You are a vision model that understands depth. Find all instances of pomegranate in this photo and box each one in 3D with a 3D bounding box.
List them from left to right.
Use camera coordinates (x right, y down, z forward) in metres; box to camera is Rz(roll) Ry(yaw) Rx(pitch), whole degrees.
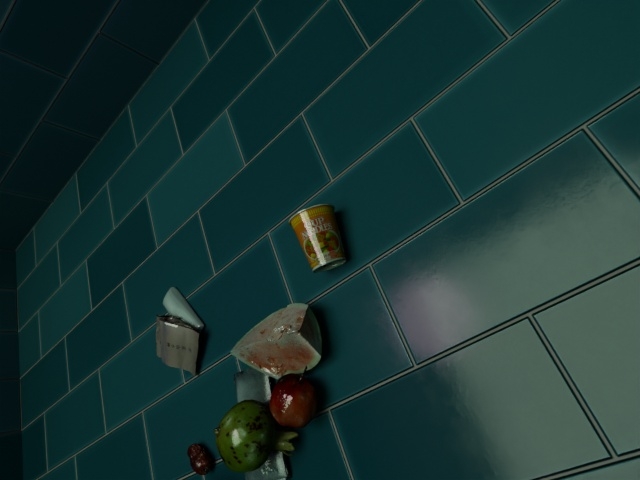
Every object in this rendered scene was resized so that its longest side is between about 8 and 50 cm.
[{"bbox_3d":[-0.207,0.619,1.339,0.211,0.263,0.211,-163,90,-79],"label":"pomegranate"}]

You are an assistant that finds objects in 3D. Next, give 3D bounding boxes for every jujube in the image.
[{"bbox_3d":[-0.459,0.823,1.603,0.129,0.077,0.077,26,97,43],"label":"jujube"}]

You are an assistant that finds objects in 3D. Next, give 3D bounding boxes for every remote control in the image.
[{"bbox_3d":[-0.601,0.318,1.830,0.293,0.051,0.103,37,103,36],"label":"remote control"}]

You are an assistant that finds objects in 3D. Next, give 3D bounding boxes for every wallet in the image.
[{"bbox_3d":[-0.213,0.630,1.467,0.190,0.046,0.379,-26,65,28],"label":"wallet"}]

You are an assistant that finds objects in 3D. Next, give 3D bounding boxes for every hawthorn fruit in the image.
[{"bbox_3d":[-0.075,0.480,1.320,0.157,0.157,0.194,22,100,38],"label":"hawthorn fruit"}]

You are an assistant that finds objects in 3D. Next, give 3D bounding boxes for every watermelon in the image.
[{"bbox_3d":[-0.138,0.328,1.384,0.305,0.180,0.224,-25,64,29],"label":"watermelon"}]

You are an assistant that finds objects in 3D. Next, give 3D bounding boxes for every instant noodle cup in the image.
[{"bbox_3d":[0.000,0.000,1.374,0.168,0.168,0.185,-28,72,30],"label":"instant noodle cup"}]

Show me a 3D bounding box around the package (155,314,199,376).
[{"bbox_3d":[-0.591,0.428,1.766,0.250,0.062,0.204,14,106,29],"label":"package"}]
